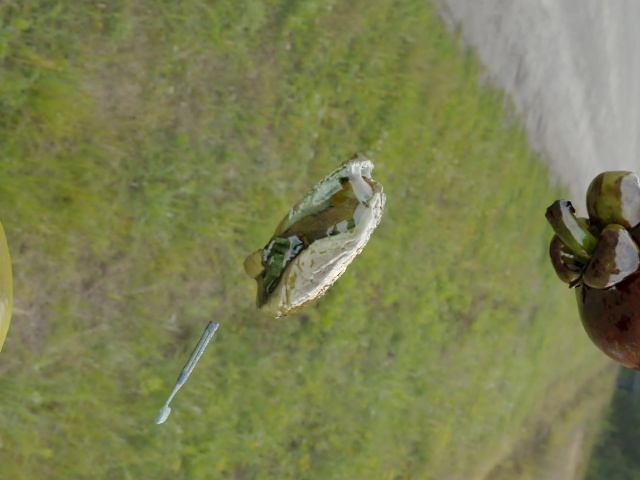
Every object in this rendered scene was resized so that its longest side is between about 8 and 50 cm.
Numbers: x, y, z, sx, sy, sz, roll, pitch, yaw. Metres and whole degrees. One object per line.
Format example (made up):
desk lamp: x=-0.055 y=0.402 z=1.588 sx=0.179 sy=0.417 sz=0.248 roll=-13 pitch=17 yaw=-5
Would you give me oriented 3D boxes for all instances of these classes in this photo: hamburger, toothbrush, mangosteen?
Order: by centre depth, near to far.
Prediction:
mangosteen: x=0.366 y=0.025 z=1.253 sx=0.215 sy=0.257 sz=0.215 roll=-48 pitch=-167 yaw=15
hamburger: x=0.000 y=0.000 z=1.776 sx=0.285 sy=0.134 sz=0.265 roll=-45 pitch=174 yaw=21
toothbrush: x=-0.238 y=0.236 z=1.951 sx=0.019 sy=0.016 sz=0.219 roll=12 pitch=110 yaw=-55

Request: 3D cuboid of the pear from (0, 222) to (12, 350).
pear: x=-0.455 y=0.048 z=1.198 sx=0.340 sy=0.191 sz=0.386 roll=62 pitch=24 yaw=-24
